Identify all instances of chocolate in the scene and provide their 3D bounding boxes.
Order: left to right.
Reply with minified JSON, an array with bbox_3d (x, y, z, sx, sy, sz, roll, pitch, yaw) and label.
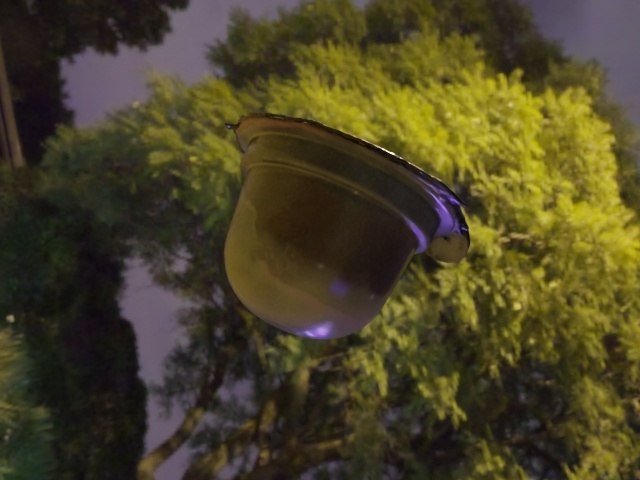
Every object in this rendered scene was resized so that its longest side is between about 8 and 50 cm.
[{"bbox_3d":[0.003,0.005,0.701,0.221,0.221,0.147,4,-106,69],"label":"chocolate"}]
